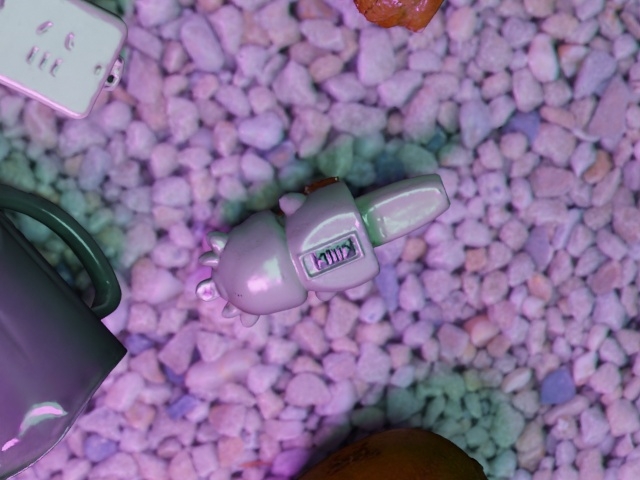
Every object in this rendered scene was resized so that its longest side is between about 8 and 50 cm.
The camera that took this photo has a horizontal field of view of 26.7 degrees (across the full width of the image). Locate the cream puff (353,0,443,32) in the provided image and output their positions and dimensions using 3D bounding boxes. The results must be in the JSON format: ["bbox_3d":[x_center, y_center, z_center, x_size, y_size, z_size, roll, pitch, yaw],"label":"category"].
[{"bbox_3d":[0.076,-0.256,1.197,0.103,0.126,0.144,27,88,-6],"label":"cream puff"}]

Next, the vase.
[{"bbox_3d":[-0.295,0.031,1.146,0.301,0.156,0.251,54,42,-6],"label":"vase"}]

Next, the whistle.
[{"bbox_3d":[0.000,-0.001,1.260,0.253,0.106,0.102,-23,142,-2],"label":"whistle"}]

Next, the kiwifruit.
[{"bbox_3d":[0.063,0.287,1.314,0.234,0.196,0.196,-38,112,0],"label":"kiwifruit"}]

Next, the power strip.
[{"bbox_3d":[-0.315,-0.209,1.129,0.338,0.058,0.098,25,98,-21],"label":"power strip"}]
